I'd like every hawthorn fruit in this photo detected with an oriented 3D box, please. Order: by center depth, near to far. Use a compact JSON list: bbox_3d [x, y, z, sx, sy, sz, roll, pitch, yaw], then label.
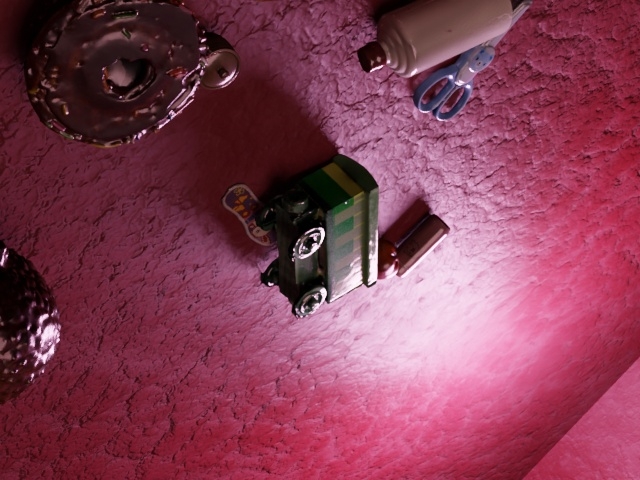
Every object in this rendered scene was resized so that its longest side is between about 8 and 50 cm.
[{"bbox_3d":[0.101,0.038,1.903,0.093,0.081,0.081,-11,148,13],"label":"hawthorn fruit"}]

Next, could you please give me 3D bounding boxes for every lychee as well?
[{"bbox_3d":[-0.474,0.110,1.315,0.261,0.260,0.260,-24,143,-19],"label":"lychee"}]

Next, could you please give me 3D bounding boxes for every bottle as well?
[{"bbox_3d":[0.167,-0.320,1.515,0.245,0.104,0.104,-26,144,-16],"label":"bottle"},{"bbox_3d":[0.192,0.011,1.963,0.140,0.053,0.053,-46,145,12],"label":"bottle"}]

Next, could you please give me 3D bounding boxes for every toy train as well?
[{"bbox_3d":[0.000,0.000,1.721,0.202,0.120,0.301,-30,145,-21],"label":"toy train"}]

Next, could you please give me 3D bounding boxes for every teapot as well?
[{"bbox_3d":[-0.167,-0.232,1.339,0.110,0.080,0.085,-43,145,7],"label":"teapot"}]

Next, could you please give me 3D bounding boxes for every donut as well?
[{"bbox_3d":[-0.257,-0.228,1.242,0.235,0.089,0.235,-17,138,-16],"label":"donut"}]

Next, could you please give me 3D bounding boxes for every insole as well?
[{"bbox_3d":[-0.110,-0.042,1.677,0.065,0.004,0.197,-38,146,1],"label":"insole"}]

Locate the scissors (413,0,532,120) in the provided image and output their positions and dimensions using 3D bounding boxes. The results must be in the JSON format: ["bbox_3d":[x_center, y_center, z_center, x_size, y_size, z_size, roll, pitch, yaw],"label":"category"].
[{"bbox_3d":[0.264,-0.311,1.676,0.256,0.030,0.125,-49,145,20],"label":"scissors"}]
